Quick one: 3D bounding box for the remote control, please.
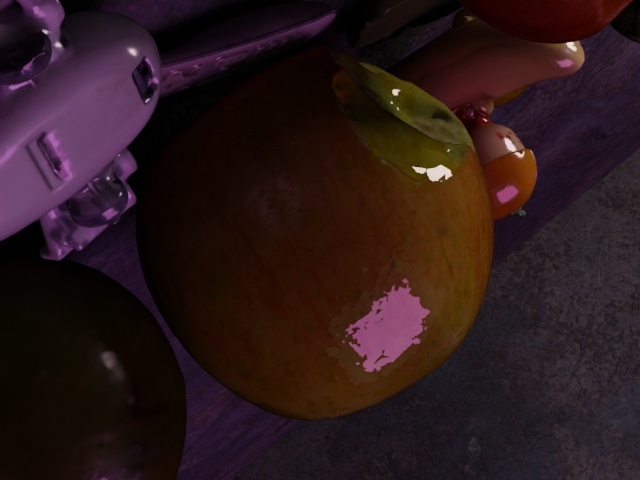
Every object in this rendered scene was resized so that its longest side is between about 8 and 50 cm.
[{"bbox_3d":[-0.086,-0.163,0.864,0.229,0.044,0.073,-22,177,-27],"label":"remote control"}]

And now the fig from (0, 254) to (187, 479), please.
[{"bbox_3d":[-0.256,0.151,0.924,0.316,0.316,0.316,-35,163,-12],"label":"fig"}]

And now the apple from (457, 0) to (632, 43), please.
[{"bbox_3d":[0.189,-0.282,0.864,0.218,0.201,0.218,-36,156,-19],"label":"apple"}]

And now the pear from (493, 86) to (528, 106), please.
[{"bbox_3d":[0.206,-0.214,1.247,0.131,0.107,0.107,-13,151,-38],"label":"pear"}]

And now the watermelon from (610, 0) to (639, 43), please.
[{"bbox_3d":[0.427,-0.327,1.261,0.188,0.188,0.214,-39,157,1],"label":"watermelon"}]

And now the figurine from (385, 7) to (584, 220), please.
[{"bbox_3d":[0.145,-0.116,1.107,0.324,0.222,0.124,-30,168,34],"label":"figurine"}]

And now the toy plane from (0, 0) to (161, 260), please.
[{"bbox_3d":[-0.215,-0.069,0.692,0.252,0.118,0.252,-30,139,-31],"label":"toy plane"}]

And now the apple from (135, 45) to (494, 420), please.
[{"bbox_3d":[0.000,0.000,0.964,0.339,0.339,0.339,-35,163,-12],"label":"apple"}]

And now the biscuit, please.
[{"bbox_3d":[0.155,-0.277,1.064,0.322,0.038,0.099,-29,174,-27],"label":"biscuit"}]
